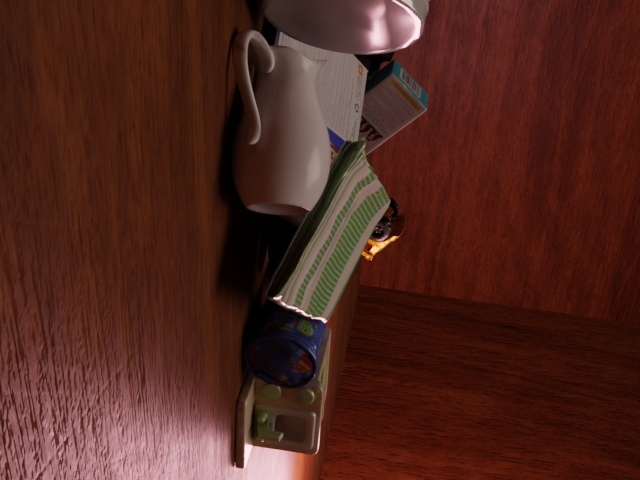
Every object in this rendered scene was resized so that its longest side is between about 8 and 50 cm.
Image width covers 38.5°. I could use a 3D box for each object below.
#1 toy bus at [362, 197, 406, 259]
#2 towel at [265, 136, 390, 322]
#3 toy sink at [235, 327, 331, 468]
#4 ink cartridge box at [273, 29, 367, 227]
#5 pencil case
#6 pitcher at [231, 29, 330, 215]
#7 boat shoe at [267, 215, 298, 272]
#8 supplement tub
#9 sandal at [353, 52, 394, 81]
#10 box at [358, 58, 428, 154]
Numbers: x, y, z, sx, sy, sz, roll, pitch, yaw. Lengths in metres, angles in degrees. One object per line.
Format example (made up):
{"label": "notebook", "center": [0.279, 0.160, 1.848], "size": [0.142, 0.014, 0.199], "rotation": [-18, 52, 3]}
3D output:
{"label": "toy bus", "center": [0.104, -0.050, 2.650], "size": [0.211, 0.220, 0.149], "rotation": [-47, -170, 34]}
{"label": "towel", "center": [0.023, -0.001, 1.337], "size": [0.248, 0.038, 0.325], "rotation": [-62, 166, -5]}
{"label": "toy sink", "center": [-0.056, 0.270, 1.576], "size": [0.234, 0.131, 0.153], "rotation": [-72, 167, -60]}
{"label": "ink cartridge box", "center": [-0.030, -0.184, 1.386], "size": [0.307, 0.072, 0.304], "rotation": [29, 67, -58]}
{"label": "pencil case", "center": [-0.046, 0.123, 1.561], "size": [0.133, 0.119, 0.306], "rotation": [-50, -167, 30]}
{"label": "pitcher", "center": [-0.061, -0.144, 1.141], "size": [0.177, 0.125, 0.207], "rotation": [16, 75, -58]}
{"label": "boat shoe", "center": [-0.048, -0.068, 1.523], "size": [0.095, 0.095, 0.258], "rotation": [37, 59, -56]}
{"label": "supplement tub", "center": [0.052, -0.431, 1.164], "size": [0.241, 0.240, 0.332], "rotation": [71, 28, -77]}
{"label": "sandal", "center": [0.054, -0.351, 1.762], "size": [0.446, 0.167, 0.107], "rotation": [-28, 143, -83]}
{"label": "box", "center": [0.079, -0.224, 1.726], "size": [0.244, 0.100, 0.060], "rotation": [-34, -156, 30]}
